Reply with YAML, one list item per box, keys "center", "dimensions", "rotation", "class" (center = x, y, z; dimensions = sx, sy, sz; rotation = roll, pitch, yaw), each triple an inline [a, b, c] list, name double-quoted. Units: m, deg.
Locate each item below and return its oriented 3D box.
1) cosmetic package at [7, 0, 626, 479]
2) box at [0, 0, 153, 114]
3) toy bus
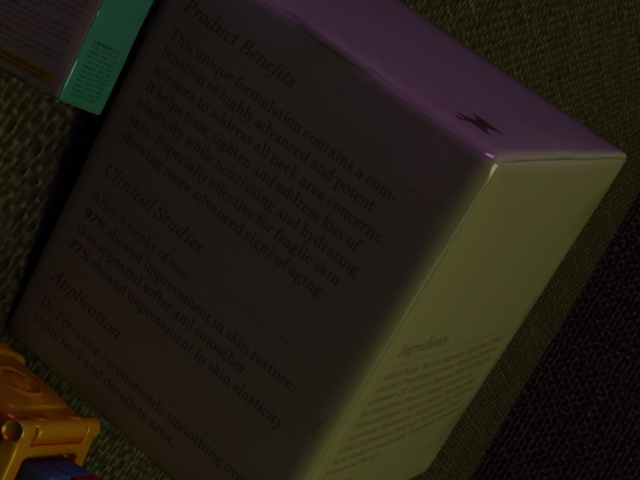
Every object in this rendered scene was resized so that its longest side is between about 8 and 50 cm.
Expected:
- center: [0.000, 0.000, 1.203]
  dimensions: [0.327, 0.329, 0.393]
  rotation: [-7, 131, -59]
  class: "cosmetic package"
- center: [-0.164, -0.227, 0.992]
  dimensions: [0.244, 0.100, 0.060]
  rotation: [-64, 157, 4]
  class: "box"
- center: [-0.275, 0.214, 1.093]
  dimensions: [0.220, 0.211, 0.149]
  rotation: [-64, 157, 6]
  class: "toy bus"
